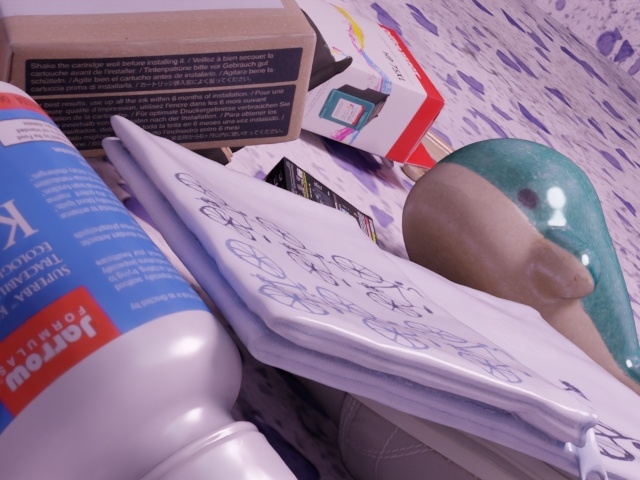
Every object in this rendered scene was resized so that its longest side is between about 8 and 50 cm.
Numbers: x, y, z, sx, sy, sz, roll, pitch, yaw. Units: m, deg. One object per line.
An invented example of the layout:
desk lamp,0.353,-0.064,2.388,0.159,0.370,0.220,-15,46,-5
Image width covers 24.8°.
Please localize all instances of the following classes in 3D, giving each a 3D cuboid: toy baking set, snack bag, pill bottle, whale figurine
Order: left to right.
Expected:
pill bottle,-0.111,0.047,0.618,0.221,0.124,0.124,47,20,19
toy baking set,0.074,-0.117,1.482,0.256,0.030,0.197,28,23,-34
snack bag,0.063,0.044,0.790,0.342,0.037,0.323,23,9,-25
whale figurine,0.189,0.034,1.147,0.272,0.141,0.216,47,-17,8

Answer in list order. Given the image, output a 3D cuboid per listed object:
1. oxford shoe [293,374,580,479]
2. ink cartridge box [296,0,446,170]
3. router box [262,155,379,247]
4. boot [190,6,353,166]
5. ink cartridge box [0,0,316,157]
oxford shoe,0.091,0.145,0.824,0.449,0.130,0.169,36,17,33
ink cartridge box,0.021,-0.153,1.338,0.231,0.078,0.134,16,30,-35
router box,0.000,0.000,1.070,0.092,0.038,0.122,34,21,-20
boot,-0.082,-0.158,1.080,0.198,0.137,0.077,54,-6,15
ink cartridge box,-0.132,-0.156,0.946,0.193,0.088,0.235,-5,42,-22
